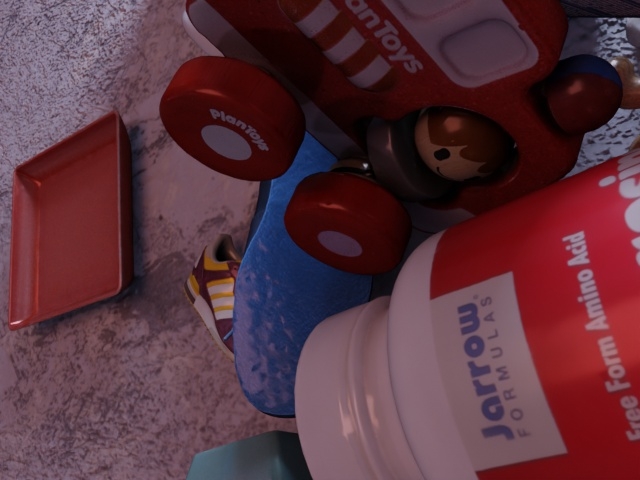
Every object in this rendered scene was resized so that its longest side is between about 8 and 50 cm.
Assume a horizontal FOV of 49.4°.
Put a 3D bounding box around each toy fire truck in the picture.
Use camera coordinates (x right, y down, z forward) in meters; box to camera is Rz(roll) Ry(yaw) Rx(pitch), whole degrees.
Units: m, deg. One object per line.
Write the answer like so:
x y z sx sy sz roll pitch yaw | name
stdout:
0.056 -0.107 0.487 0.254 0.302 0.169 -10 48 49 | toy fire truck

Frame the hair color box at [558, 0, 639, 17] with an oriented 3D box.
0.142 -0.256 0.493 0.347 0.105 0.173 29 110 55 | hair color box

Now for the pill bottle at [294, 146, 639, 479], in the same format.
0.192 0.067 0.426 0.408 0.229 0.229 -25 65 31 | pill bottle

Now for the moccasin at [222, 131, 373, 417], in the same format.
0.000 0.000 0.666 0.138 0.117 0.341 10 70 4 | moccasin

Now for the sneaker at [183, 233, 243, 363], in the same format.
-0.080 0.066 0.741 0.185 0.070 0.083 42 110 36 | sneaker

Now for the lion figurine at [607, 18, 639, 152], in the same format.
0.335 -0.236 0.469 0.240 0.142 0.392 5 97 31 | lion figurine

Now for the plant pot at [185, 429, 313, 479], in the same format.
-0.032 0.295 0.598 0.166 0.166 0.234 -25 57 31 | plant pot

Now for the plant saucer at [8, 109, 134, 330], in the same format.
-0.347 -0.020 0.984 0.259 0.048 0.259 -18 69 33 | plant saucer

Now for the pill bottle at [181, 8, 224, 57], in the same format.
-0.014 -0.291 0.720 0.264 0.153 0.153 -52 54 17 | pill bottle
